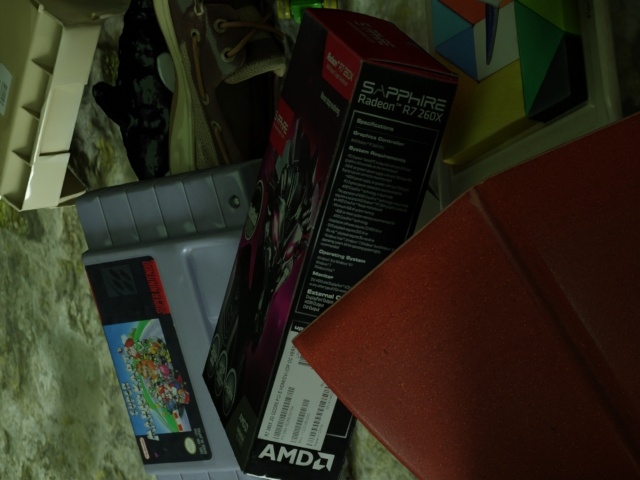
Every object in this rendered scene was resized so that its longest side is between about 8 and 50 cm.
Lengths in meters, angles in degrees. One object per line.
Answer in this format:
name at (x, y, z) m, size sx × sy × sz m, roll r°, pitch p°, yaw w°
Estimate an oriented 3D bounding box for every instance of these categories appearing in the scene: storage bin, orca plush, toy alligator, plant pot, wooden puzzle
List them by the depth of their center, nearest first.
plant pot at (0.190, 0.078, 1.389) m, size 0.236 × 0.267 × 0.267 m, roll 58°, pitch 139°, yaw 9°
wooden puzzle at (0.152, -0.154, 1.500) m, size 0.238 × 0.044 × 0.221 m, roll -32°, pitch 55°, yaw 52°
toy alligator at (-0.016, -0.269, 1.743) m, size 0.051 × 0.056 × 0.190 m, roll -56°, pitch -39°, yaw -84°
orca plush at (-0.184, -0.167, 1.937) m, size 0.151 × 0.102 × 0.287 m, roll 23°, pitch 115°, yaw 48°
storage bin at (-0.335, -0.209, 2.114) m, size 0.260 × 0.123 × 0.262 m, roll 46°, pitch 131°, yaw 37°

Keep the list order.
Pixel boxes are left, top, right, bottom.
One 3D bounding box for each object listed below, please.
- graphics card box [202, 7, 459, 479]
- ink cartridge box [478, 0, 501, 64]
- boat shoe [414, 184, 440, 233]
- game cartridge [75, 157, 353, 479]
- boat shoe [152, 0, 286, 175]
graphics card box at (0.000, 0.000, 1.599) m, size 0.233 × 0.094 × 0.371 m, roll -125°, pitch 48°, yaw -68°
ink cartridge box at (0.115, -0.340, 1.350) m, size 0.307 × 0.072 × 0.304 m, roll 103°, pitch 170°, yaw -57°
boat shoe at (0.086, -0.024, 1.663) m, size 0.137 × 0.049 × 0.043 m, roll 60°, pitch -179°, yaw 22°
game cartridge at (-0.110, 0.108, 1.834) m, size 0.230 × 0.068 × 0.355 m, roll -10°, pitch 101°, yaw 32°
boat shoe at (-0.079, -0.184, 1.795) m, size 0.123 × 0.123 × 0.342 m, roll 16°, pitch 112°, yaw 40°
